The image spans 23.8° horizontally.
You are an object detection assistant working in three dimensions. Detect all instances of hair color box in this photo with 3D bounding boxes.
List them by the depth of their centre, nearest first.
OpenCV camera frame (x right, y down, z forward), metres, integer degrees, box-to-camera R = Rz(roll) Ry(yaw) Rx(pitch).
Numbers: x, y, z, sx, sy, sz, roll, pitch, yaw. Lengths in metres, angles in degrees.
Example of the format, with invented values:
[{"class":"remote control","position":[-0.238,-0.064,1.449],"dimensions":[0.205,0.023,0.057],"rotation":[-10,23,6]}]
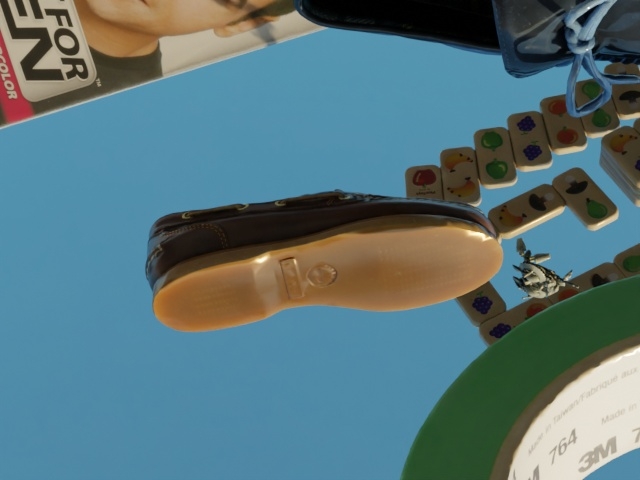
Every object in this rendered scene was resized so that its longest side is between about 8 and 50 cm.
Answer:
[{"class":"hair color box","position":[-0.142,-0.225,1.246],"dimensions":[0.374,0.185,0.113],"rotation":[-15,-172,16]}]

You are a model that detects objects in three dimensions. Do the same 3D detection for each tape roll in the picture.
[{"class":"tape roll","position":[0.194,0.143,0.668],"dimensions":[0.321,0.077,0.321],"rotation":[-6,-140,5]}]

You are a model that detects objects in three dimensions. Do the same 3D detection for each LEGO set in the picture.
[{"class":"LEGO set","position":[0.157,0.036,1.050],"dimensions":[0.083,0.054,0.023],"rotation":[42,-117,-4]}]

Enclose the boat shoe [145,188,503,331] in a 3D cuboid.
[{"class":"boat shoe","position":[0.000,0.000,0.891],"dimensions":[0.207,0.073,0.073],"rotation":[-5,-138,-5]}]

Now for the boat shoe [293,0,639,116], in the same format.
[{"class":"boat shoe","position":[0.107,-0.110,0.741],"dimensions":[0.258,0.109,0.089],"rotation":[8,-132,32]}]

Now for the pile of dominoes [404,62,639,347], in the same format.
[{"class":"pile of dominoes","position":[0.191,-0.044,1.166],"dimensions":[0.251,0.040,0.196],"rotation":[-26,-127,-11]}]
